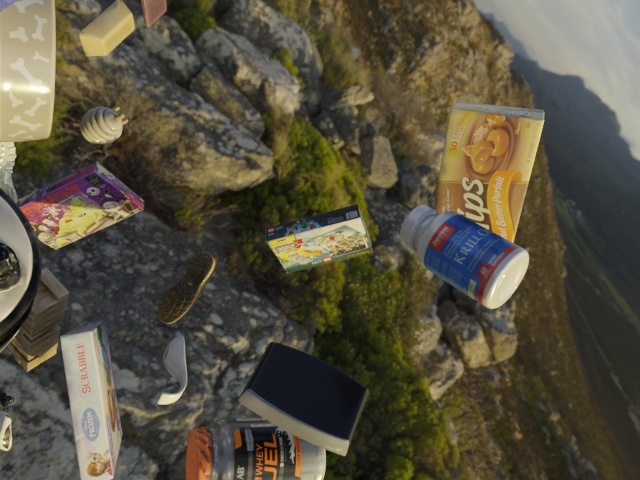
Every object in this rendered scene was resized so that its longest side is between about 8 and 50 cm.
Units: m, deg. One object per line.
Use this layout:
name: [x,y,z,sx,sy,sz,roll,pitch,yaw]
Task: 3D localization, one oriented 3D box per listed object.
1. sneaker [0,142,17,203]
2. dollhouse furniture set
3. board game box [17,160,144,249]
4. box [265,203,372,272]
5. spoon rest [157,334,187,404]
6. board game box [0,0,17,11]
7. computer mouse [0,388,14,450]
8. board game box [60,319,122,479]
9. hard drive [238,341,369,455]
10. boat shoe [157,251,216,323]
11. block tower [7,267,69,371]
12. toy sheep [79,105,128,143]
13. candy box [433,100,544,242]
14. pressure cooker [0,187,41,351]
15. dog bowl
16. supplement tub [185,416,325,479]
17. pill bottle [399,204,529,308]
sneaker: [-0.835,-0.191,1.290,0.090,0.235,0.095,-10,37,-43]
dollhouse furniture set: [-0.228,-0.258,0.517,0.081,0.091,0.114,29,64,3]
board game box: [-0.737,-0.096,1.520,0.208,0.347,0.056,53,20,-48]
box: [0.000,0.000,1.256,0.159,0.233,0.044,64,15,-54]
spoon rest: [-0.510,0.453,1.779,0.084,0.137,0.276,21,30,-21]
board game box: [-0.420,-0.396,0.488,0.291,0.141,0.232,56,-8,-19]
computer mouse: [-0.928,0.526,1.466,0.042,0.106,0.193,-10,109,-56]
board game box: [-0.535,0.360,1.204,0.066,0.318,0.318,-9,89,-18]
hard drive: [-0.029,0.331,1.097,0.255,0.054,0.172,26,52,4]
boat shoe: [-0.284,0.106,1.109,0.064,0.178,0.060,34,-3,11]
block tower: [-0.734,0.213,1.306,0.091,0.335,0.097,43,41,7]
toy sheep: [-0.485,-0.260,1.136,0.091,0.132,0.091,35,44,-44]
candy box: [0.353,-0.129,1.104,0.183,0.316,0.087,13,30,19]
pressure cooker: [-0.611,0.064,0.700,0.370,0.420,0.375,56,31,6]
dog bowl: [-0.584,-0.358,0.991,0.102,0.349,0.348,-1,54,-31]
supplement tub: [-0.163,0.541,1.263,0.316,0.193,0.193,6,48,-25]
pill bottle: [0.260,0.020,0.952,0.221,0.124,0.124,34,16,36]
